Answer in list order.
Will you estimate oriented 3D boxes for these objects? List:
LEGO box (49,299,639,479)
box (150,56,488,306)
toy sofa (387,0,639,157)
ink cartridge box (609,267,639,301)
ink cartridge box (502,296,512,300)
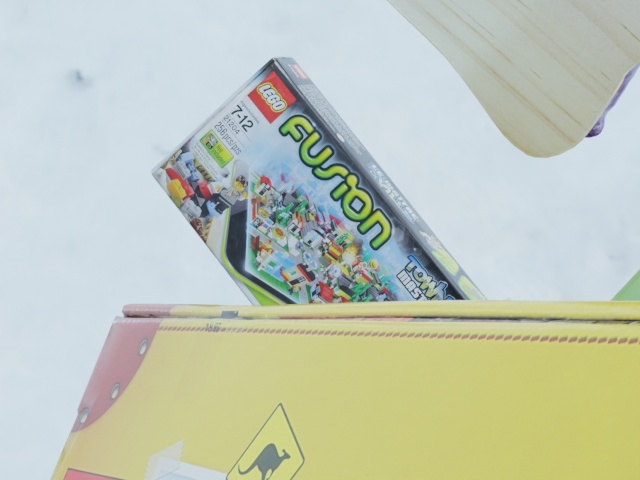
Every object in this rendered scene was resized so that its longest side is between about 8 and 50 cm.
[{"bbox_3d":[0.039,0.224,0.615,0.193,0.500,0.372,27,75,-27],"label":"LEGO box"},{"bbox_3d":[0.000,0.000,1.065,0.114,0.036,0.207,-42,81,19],"label":"box"},{"bbox_3d":[0.036,-0.216,0.652,0.362,0.150,0.177,39,125,-13],"label":"toy sofa"},{"bbox_3d":[0.179,0.189,1.018,0.207,0.119,0.353,49,112,20],"label":"ink cartridge box"},{"bbox_3d":[0.128,0.158,1.310,0.127,0.128,0.176,-22,106,2],"label":"ink cartridge box"}]
